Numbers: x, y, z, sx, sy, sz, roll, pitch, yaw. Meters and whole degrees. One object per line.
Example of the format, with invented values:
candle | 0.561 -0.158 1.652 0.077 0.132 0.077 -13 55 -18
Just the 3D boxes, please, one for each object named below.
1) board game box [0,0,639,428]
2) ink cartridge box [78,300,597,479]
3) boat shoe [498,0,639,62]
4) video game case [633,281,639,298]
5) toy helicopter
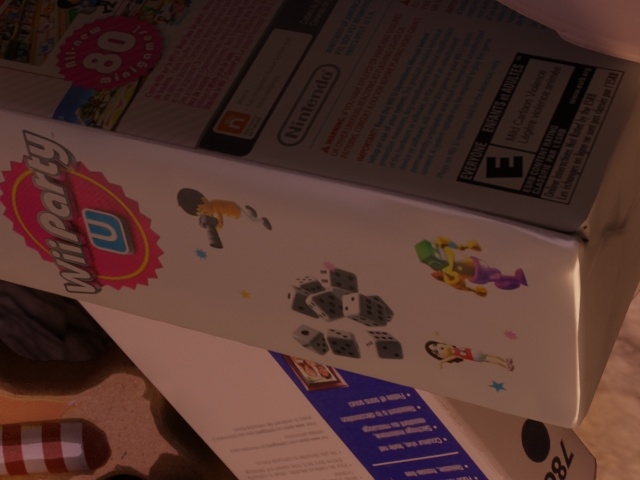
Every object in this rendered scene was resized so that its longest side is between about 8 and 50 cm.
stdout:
board game box | -0.019 -0.081 0.616 0.303 0.224 0.097 14 141 21
ink cartridge box | 0.011 0.073 0.837 0.165 0.065 0.333 -14 122 42
boat shoe | 0.046 -0.163 0.536 0.340 0.158 0.127 20 128 11
video game case | 0.000 0.000 0.845 0.275 0.035 0.248 30 142 2
toy helicopter | -0.192 0.107 0.958 0.235 0.140 0.355 -32 105 20
